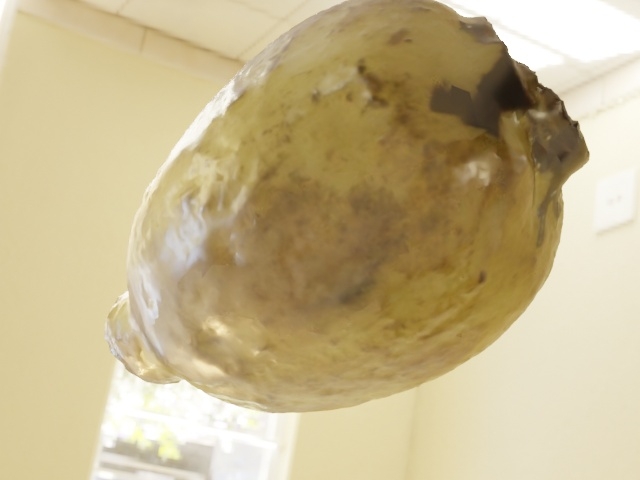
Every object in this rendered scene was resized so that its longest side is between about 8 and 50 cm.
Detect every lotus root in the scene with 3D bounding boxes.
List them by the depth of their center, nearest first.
[{"bbox_3d":[0.000,0.000,0.463,0.214,0.138,0.138,-38,138,24],"label":"lotus root"}]
